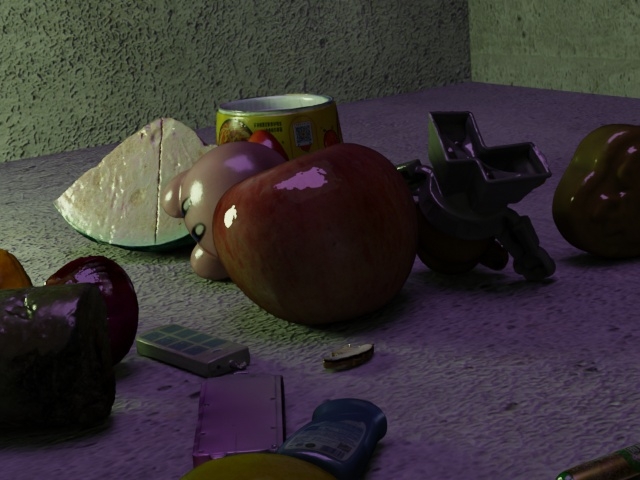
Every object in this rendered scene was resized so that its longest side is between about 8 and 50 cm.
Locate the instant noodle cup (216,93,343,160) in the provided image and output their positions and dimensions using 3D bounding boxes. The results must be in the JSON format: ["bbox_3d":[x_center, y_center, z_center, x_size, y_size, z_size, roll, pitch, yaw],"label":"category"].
[{"bbox_3d":[-0.082,-0.164,2.628,0.325,0.254,0.325,-4,13,1],"label":"instant noodle cup"}]

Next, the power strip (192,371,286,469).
[{"bbox_3d":[-0.097,0.225,1.550,0.109,0.037,0.279,-4,14,-1],"label":"power strip"}]

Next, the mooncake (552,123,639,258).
[{"bbox_3d":[0.528,-0.074,2.183,0.234,0.235,0.117,-9,12,-18],"label":"mooncake"}]

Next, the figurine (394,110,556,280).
[{"bbox_3d":[0.235,-0.055,2.096,0.167,0.285,0.342,-26,57,-33],"label":"figurine"}]

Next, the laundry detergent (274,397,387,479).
[{"bbox_3d":[0.020,0.230,1.448,0.096,0.061,0.206,-1,14,21],"label":"laundry detergent"}]

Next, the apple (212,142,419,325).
[{"bbox_3d":[0.000,0.000,1.992,0.344,0.269,0.345,-22,3,1],"label":"apple"}]

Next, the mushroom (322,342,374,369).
[{"bbox_3d":[0.042,0.163,1.784,0.049,0.019,0.101,10,18,42],"label":"mushroom"}]

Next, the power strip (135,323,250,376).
[{"bbox_3d":[-0.186,0.160,1.843,0.080,0.029,0.227,-17,19,-40],"label":"power strip"}]

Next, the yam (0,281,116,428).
[{"bbox_3d":[-0.414,0.154,1.634,0.300,0.195,0.195,-4,14,6],"label":"yam"}]

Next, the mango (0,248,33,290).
[{"bbox_3d":[-0.574,0.078,2.070,0.187,0.144,0.359,1,4,-30],"label":"mango"}]

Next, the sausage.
[{"bbox_3d":[0.355,0.236,1.378,0.269,0.033,0.033,-13,17,-28],"label":"sausage"}]

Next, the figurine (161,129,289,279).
[{"bbox_3d":[-0.124,-0.076,2.234,0.261,0.270,0.211,-20,-13,-24],"label":"figurine"}]

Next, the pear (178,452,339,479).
[{"bbox_3d":[-0.048,0.272,1.061,0.200,0.200,0.200,-4,14,1],"label":"pear"}]

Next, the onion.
[{"bbox_3d":[-0.343,0.113,1.778,0.135,0.173,0.198,29,17,33],"label":"onion"}]

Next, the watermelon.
[{"bbox_3d":[-0.302,-0.075,2.508,0.292,0.319,0.222,43,0,18],"label":"watermelon"}]
